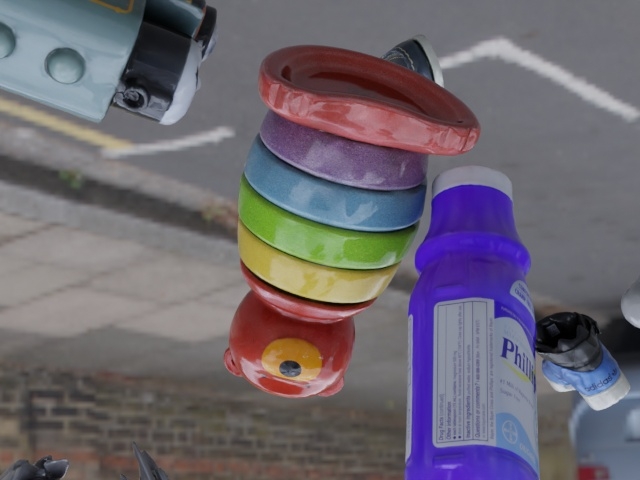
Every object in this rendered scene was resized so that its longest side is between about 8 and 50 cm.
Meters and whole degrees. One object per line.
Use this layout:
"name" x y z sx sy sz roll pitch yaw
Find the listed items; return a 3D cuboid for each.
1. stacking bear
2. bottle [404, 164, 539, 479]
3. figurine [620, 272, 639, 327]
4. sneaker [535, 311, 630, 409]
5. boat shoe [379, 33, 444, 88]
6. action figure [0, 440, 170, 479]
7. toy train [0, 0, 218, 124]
"stacking bear" 0.000 0.000 1.164 0.175 0.289 0.164 12 -158 -10
"bottle" 0.117 0.078 1.078 0.092 0.283 0.118 -9 148 21
"figurine" 0.300 0.003 0.739 0.215 0.092 0.209 -16 169 -35
"sneaker" 0.226 0.098 1.289 0.058 0.085 0.152 -34 -170 -1
"boat shoe" 0.052 -0.125 1.411 0.079 0.095 0.254 -12 167 -19
"action figure" -0.156 0.184 0.657 0.285 0.185 0.099 0 131 -30
"toy train" -0.236 -0.185 1.040 0.334 0.190 0.142 21 122 -15
